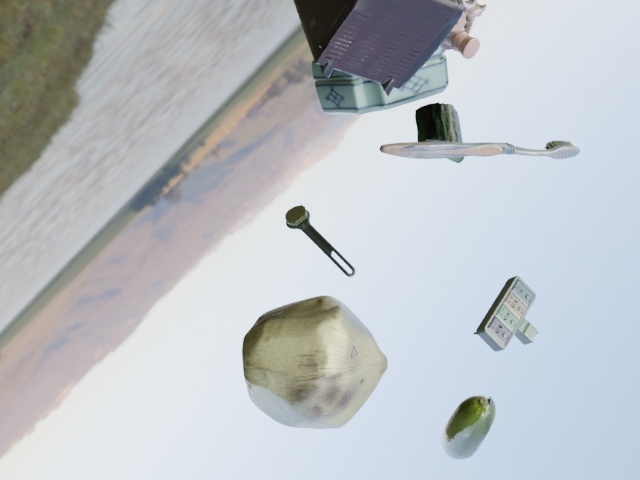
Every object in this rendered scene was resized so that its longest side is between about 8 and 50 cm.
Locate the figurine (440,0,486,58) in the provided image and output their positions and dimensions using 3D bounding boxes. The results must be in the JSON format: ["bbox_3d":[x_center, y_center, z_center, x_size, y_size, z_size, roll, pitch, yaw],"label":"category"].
[{"bbox_3d":[0.240,-0.455,1.753,0.200,0.133,0.276,-58,-156,23],"label":"figurine"}]

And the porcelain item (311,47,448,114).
[{"bbox_3d":[0.144,-0.409,2.127,0.281,0.157,0.286,-19,-163,-24],"label":"porcelain item"}]

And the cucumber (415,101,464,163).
[{"bbox_3d":[0.276,-0.245,1.975,0.062,0.116,0.115,-37,-132,46],"label":"cucumber"}]

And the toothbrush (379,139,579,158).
[{"bbox_3d":[0.273,-0.153,1.481,0.037,0.375,0.028,-115,-151,-46],"label":"toothbrush"}]

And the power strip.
[{"bbox_3d":[0.516,0.217,2.369,0.216,0.145,0.061,-49,-172,-32],"label":"power strip"}]

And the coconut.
[{"bbox_3d":[-0.008,0.186,1.356,0.224,0.224,0.224,-44,-170,10],"label":"coconut"}]

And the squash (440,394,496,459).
[{"bbox_3d":[0.300,0.408,1.847,0.094,0.094,0.341,-51,166,-25],"label":"squash"}]

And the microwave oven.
[{"bbox_3d":[0.074,-0.371,1.312,0.178,0.188,0.247,-47,-134,36],"label":"microwave oven"}]

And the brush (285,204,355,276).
[{"bbox_3d":[0.000,0.000,1.986,0.062,0.027,0.266,-38,-133,-8],"label":"brush"}]
